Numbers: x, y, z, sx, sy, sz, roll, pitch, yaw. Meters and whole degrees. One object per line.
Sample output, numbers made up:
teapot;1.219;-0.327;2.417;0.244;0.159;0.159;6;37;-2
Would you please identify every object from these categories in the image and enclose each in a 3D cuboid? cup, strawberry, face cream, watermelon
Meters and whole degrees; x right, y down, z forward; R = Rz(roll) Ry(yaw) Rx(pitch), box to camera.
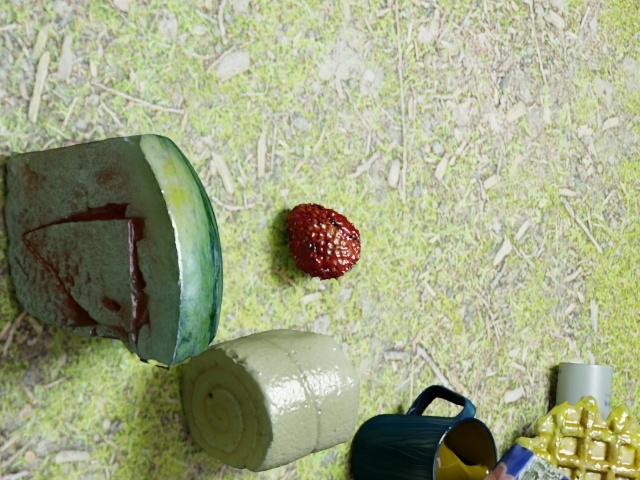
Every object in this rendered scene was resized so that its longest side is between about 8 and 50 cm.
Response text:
cup;0.130;0.253;1.634;0.150;0.138;0.114;-34;112;-39
strawberry;0.000;0.000;1.565;0.096;0.083;0.083;44;55;0
face cream;0.355;0.295;1.894;0.077;0.077;0.250;11;83;-43
watermelon;-0.195;0.010;1.350;0.261;0.201;0.213;-43;127;-86

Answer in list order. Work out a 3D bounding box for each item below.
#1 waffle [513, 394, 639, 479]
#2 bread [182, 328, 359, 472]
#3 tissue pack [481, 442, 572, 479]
waffle;0.346;0.352;1.820;0.280;0.060;0.262;-32;87;-10
bread;-0.051;0.163;1.455;0.141;0.148;0.134;-12;116;-44
tissue pack;0.201;0.383;1.548;0.270;0.137;0.209;-49;136;-6
